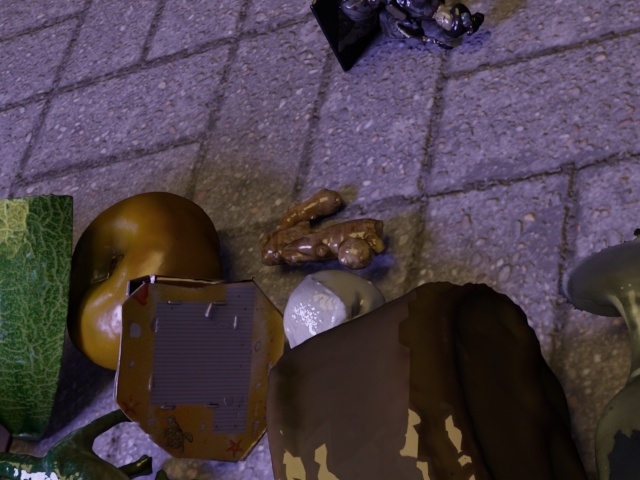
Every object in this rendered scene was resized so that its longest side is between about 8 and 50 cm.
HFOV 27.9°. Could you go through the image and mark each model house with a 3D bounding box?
[{"bbox_3d":[-0.163,0.144,1.531,0.136,0.207,0.219,-165,76,-64],"label":"model house"}]

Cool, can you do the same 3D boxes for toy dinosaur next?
[{"bbox_3d":[-0.306,0.298,1.452,0.301,0.087,0.447,-17,41,-34],"label":"toy dinosaur"}]

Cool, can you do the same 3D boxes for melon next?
[{"bbox_3d":[-0.397,0.106,1.674,0.196,0.124,0.323,-4,89,13],"label":"melon"}]

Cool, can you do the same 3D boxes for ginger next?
[{"bbox_3d":[0.000,0.000,1.610,0.176,0.052,0.193,-26,26,19],"label":"ginger"}]

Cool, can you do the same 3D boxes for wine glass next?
[{"bbox_3d":[0.311,0.149,1.184,0.143,0.143,0.321,-23,46,22],"label":"wine glass"}]

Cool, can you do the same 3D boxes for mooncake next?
[{"bbox_3d":[0.127,0.241,1.182,0.246,0.393,0.394,-28,83,19],"label":"mooncake"}]

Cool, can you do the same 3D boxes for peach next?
[{"bbox_3d":[-0.236,0.055,1.691,0.251,0.153,0.251,-33,42,36],"label":"peach"}]

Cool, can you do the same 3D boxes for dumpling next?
[{"bbox_3d":[0.006,0.107,1.474,0.111,0.181,0.155,25,108,18],"label":"dumpling"}]

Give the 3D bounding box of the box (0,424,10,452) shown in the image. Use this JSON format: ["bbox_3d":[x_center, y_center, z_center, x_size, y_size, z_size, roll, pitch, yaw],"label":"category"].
[{"bbox_3d":[-0.615,0.220,1.717,0.300,0.314,0.312,-12,49,27],"label":"box"}]

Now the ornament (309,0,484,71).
[{"bbox_3d":[0.120,-0.301,1.731,0.196,0.166,0.153,28,76,32],"label":"ornament"}]
